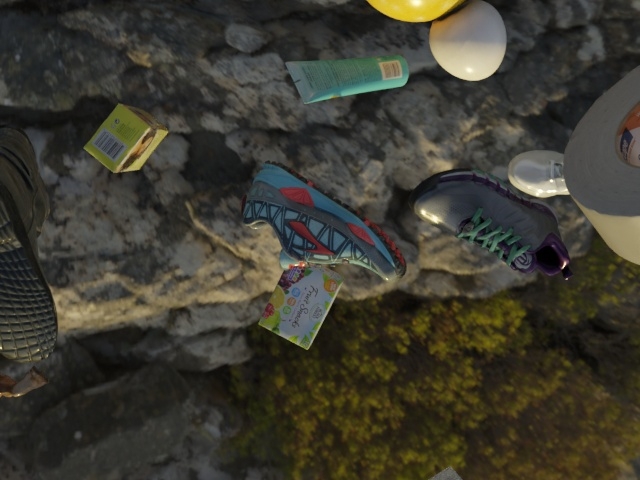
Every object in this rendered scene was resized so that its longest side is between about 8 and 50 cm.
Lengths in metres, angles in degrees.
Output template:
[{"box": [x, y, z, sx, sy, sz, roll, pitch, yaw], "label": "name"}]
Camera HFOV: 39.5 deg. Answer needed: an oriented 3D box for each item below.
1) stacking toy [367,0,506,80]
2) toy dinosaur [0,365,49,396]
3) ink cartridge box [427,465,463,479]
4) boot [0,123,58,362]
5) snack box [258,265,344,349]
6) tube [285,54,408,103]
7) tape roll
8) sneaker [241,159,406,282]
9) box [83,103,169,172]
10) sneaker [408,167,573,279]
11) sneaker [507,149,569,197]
[{"box": [0.129, -0.450, 1.336, 0.351, 0.350, 0.479, -32, 106, -4], "label": "stacking toy"}, {"box": [-0.510, 0.182, 1.247, 0.200, 0.295, 0.127, -37, 148, 9], "label": "toy dinosaur"}, {"box": [0.183, 0.409, 1.195, 0.127, 0.175, 0.072, -12, 142, -50], "label": "ink cartridge box"}, {"box": [-0.336, 0.002, 1.018, 0.084, 0.161, 0.246, -5, 118, 4], "label": "boot"}, {"box": [-0.033, 0.105, 1.545, 0.100, 0.037, 0.141, 27, 109, 3], "label": "snack box"}, {"box": [0.047, -0.266, 1.444, 0.207, 0.080, 0.052, -12, 152, -31], "label": "tube"}, {"box": [0.324, -0.082, 0.770, 0.219, 0.219, 0.072, -44, 118, 2], "label": "tape roll"}, {"box": [0.000, 0.000, 1.254, 0.125, 0.262, 0.104, -57, 158, 2], "label": "sneaker"}, {"box": [-0.286, -0.152, 1.341, 0.058, 0.232, 0.087, 39, 94, -6], "label": "box"}, {"box": [0.207, -0.014, 1.026, 0.224, 0.098, 0.083, 11, 132, -32], "label": "sneaker"}, {"box": [0.411, -0.107, 1.427, 0.212, 0.094, 0.080, 9, 83, -5], "label": "sneaker"}]
